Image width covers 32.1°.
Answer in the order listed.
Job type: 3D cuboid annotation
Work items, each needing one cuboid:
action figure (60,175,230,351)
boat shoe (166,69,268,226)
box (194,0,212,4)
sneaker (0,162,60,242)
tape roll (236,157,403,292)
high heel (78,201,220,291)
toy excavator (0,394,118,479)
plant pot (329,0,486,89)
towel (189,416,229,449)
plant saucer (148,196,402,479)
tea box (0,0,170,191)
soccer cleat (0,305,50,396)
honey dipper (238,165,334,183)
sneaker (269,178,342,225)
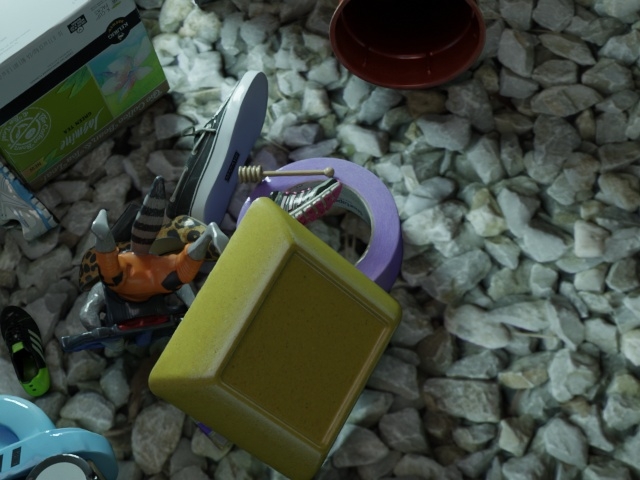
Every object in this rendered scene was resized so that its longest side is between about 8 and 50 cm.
[{"bbox_3d":[-0.241,0.057,1.761,0.341,0.330,0.179,-5,62,-25],"label":"action figure"},{"bbox_3d":[-0.185,-0.167,1.970,0.104,0.113,0.306,16,81,22],"label":"boat shoe"},{"bbox_3d":[-0.086,-0.619,2.072,0.394,0.318,0.097,-14,62,-1],"label":"box"},{"bbox_3d":[-0.556,-0.069,1.993,0.083,0.071,0.190,-44,65,-8],"label":"sneaker"},{"bbox_3d":[0.000,0.000,1.867,0.274,0.090,0.275,-3,62,6],"label":"tape roll"},{"bbox_3d":[-0.279,0.042,1.875,0.261,0.093,0.186,17,60,32],"label":"high heel"},{"bbox_3d":[-0.545,0.330,1.709,0.432,0.222,0.445,-22,56,-6],"label":"toy excavator"},{"bbox_3d":[0.158,-0.461,2.002,0.272,0.272,0.265,-1,55,7],"label":"plant pot"},{"bbox_3d":[-0.164,0.289,1.784,0.060,0.009,0.083,-43,65,-13],"label":"towel"},{"bbox_3d":[-0.037,0.157,1.653,0.081,0.332,0.333,6,62,57],"label":"plant saucer"},{"bbox_3d":[-0.488,-0.324,1.970,0.329,0.323,0.220,-40,64,-12],"label":"tea box"},{"bbox_3d":[-0.495,0.175,1.853,0.060,0.072,0.179,-25,62,-6],"label":"soccer cleat"},{"bbox_3d":[-0.056,-0.114,1.868,0.160,0.030,0.031,-3,62,4],"label":"honey dipper"},{"bbox_3d":[-0.046,-0.060,1.818,0.170,0.063,0.075,-35,70,-5],"label":"sneaker"}]
